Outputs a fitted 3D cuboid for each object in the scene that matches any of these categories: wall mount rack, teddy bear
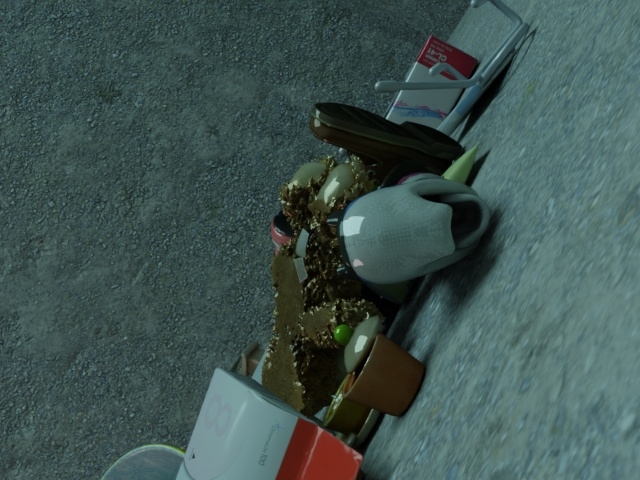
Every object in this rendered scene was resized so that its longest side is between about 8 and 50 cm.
[{"bbox_3d":[0.194,-0.251,1.382,0.304,0.130,0.350,-47,-6,-27],"label":"wall mount rack"},{"bbox_3d":[0.009,0.056,1.025,0.245,0.113,0.338,-16,72,57],"label":"teddy bear"}]

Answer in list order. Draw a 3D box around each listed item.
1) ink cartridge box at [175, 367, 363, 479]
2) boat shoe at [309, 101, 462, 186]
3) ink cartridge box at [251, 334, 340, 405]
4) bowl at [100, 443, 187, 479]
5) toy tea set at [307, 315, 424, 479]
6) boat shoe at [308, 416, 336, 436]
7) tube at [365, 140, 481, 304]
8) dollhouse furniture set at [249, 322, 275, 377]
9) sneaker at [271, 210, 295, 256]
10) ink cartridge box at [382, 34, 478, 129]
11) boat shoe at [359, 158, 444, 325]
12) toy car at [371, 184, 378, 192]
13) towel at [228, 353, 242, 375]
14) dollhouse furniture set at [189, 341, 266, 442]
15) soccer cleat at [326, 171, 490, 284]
[{"bbox_3d":[-0.070,0.247,0.795,0.232,0.066,0.189,15,84,64],"label":"ink cartridge box"},{"bbox_3d":[0.098,-0.131,1.265,0.111,0.307,0.104,47,118,43],"label":"boat shoe"},{"bbox_3d":[-0.013,0.172,1.262,0.165,0.065,0.333,-20,26,36],"label":"ink cartridge box"},{"bbox_3d":[-0.174,0.421,1.075,0.156,0.289,0.289,24,-84,-49],"label":"bowl"},{"bbox_3d":[-0.022,0.219,0.859,0.336,0.124,0.200,-61,1,5],"label":"toy tea set"},{"bbox_3d":[-0.058,0.308,1.123,0.079,0.095,0.254,-54,8,-35],"label":"boat shoe"},{"bbox_3d":[0.145,-0.028,1.119,0.070,0.062,0.240,23,76,48],"label":"tube"},{"bbox_3d":[-0.084,0.273,1.827,0.129,0.129,0.184,-62,2,-12],"label":"dollhouse furniture set"},{"bbox_3d":[-0.001,0.000,1.308,0.314,0.115,0.136,-38,-44,-62],"label":"sneaker"},{"bbox_3d":[0.232,-0.313,1.927,0.306,0.131,0.226,-60,2,9],"label":"ink cartridge box"},{"bbox_3d":[0.083,0.033,1.203,0.324,0.122,0.120,-53,-6,-15],"label":"boat shoe"},{"bbox_3d":[0.105,-0.007,1.474,0.188,0.148,0.155,-108,34,-46],"label":"toy car"},{"bbox_3d":[-0.155,0.368,1.862,0.049,0.187,0.282,-20,3,4],"label":"towel"},{"bbox_3d":[-0.233,0.375,1.374,0.303,0.173,0.356,-42,-39,-55],"label":"dollhouse furniture set"},{"bbox_3d":[0.128,-0.016,0.904,0.331,0.143,0.116,-24,-76,-65],"label":"soccer cleat"}]
